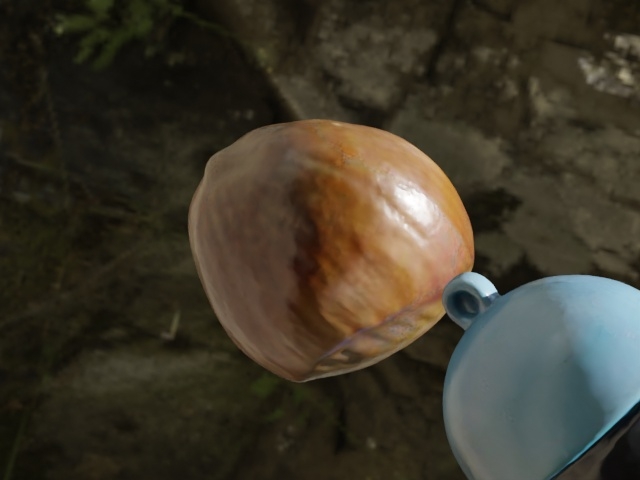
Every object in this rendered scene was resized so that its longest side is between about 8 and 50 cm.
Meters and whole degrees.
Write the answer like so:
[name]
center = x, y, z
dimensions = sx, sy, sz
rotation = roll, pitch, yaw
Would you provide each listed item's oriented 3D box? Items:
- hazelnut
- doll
[hazelnut]
center = 0.000, 0.000, 1.007
dimensions = 0.176, 0.214, 0.214
rotation = -80, -177, -56
[doll]
center = 0.191, 0.134, 0.812
dimensions = 0.177, 0.314, 0.141
rotation = -49, 176, 42
